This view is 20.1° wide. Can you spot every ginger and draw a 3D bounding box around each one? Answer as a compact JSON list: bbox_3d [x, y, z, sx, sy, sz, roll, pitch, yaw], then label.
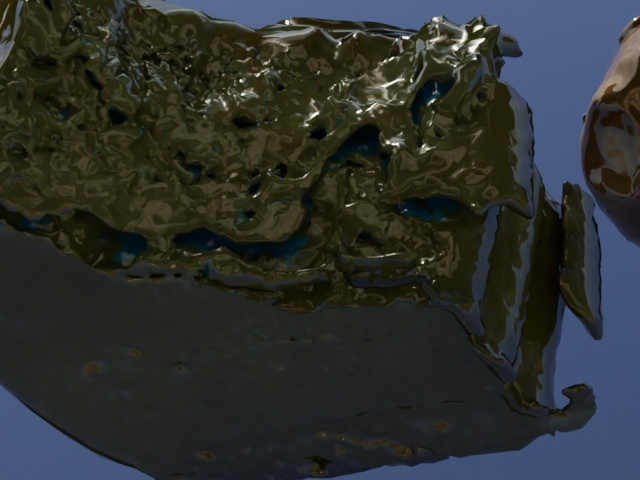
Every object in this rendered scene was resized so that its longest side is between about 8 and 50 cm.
[{"bbox_3d":[0.315,-0.060,1.366,0.223,0.269,0.200,-4,-157,40],"label":"ginger"}]

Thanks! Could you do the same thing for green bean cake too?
[{"bbox_3d":[-0.034,-0.030,0.888,0.310,0.285,0.202,-6,-127,24],"label":"green bean cake"}]
